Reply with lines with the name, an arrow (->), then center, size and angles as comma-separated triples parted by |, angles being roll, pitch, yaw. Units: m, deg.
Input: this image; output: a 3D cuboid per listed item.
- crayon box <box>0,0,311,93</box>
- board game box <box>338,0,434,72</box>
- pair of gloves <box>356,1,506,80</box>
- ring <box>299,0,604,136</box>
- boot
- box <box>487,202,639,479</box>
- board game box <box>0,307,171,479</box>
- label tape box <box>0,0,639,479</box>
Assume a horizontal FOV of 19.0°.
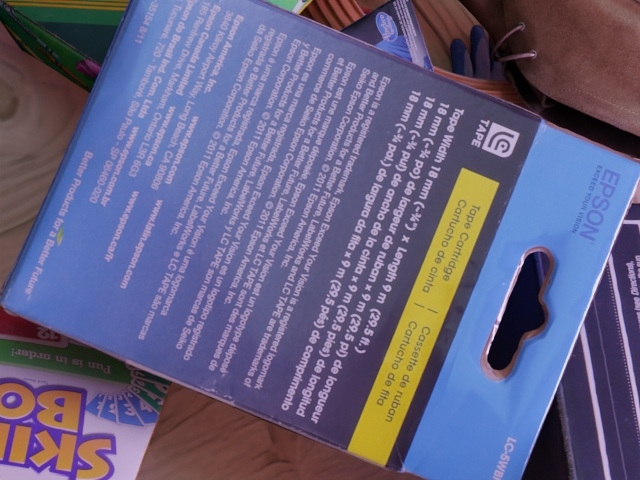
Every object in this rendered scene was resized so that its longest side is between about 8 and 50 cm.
crayon box -> -0.082, -0.217, 1.364 | 0.165, 0.081, 0.278 | 34, 74, 32
board game box -> 0.000, -0.053, 1.352 | 0.194, 0.060, 0.194 | -17, 82, 2
pair of gloves -> 0.091, -0.108, 1.451 | 0.198, 0.023, 0.159 | 5, 59, -10
ring -> 0.119, -0.206, 1.487 | 0.336, 0.032, 0.336 | 6, 58, -10
boot -> 0.153, -0.164, 1.395 | 0.305, 0.112, 0.115 | 28, 78, 11
box -> 0.266, 0.140, 1.254 | 0.294, 0.183, 0.296 | 2, 60, -13
board game box -> -0.167, 0.113, 1.191 | 0.124, 0.039, 0.259 | 20, 35, -2
label tape box -> 0.000, 0.000, 1.202 | 0.334, 0.106, 0.240 | 23, 82, -1
